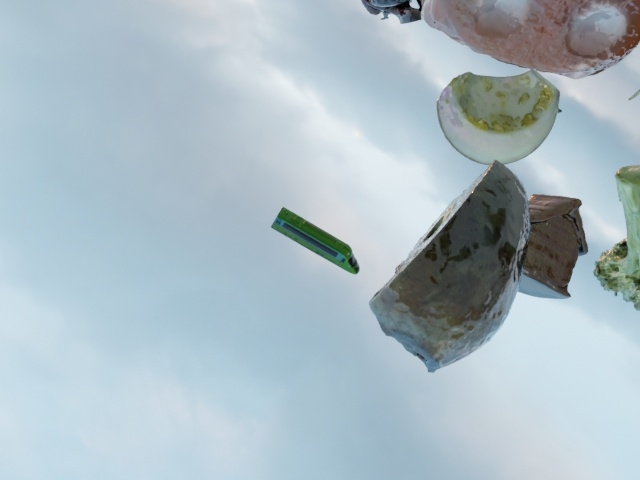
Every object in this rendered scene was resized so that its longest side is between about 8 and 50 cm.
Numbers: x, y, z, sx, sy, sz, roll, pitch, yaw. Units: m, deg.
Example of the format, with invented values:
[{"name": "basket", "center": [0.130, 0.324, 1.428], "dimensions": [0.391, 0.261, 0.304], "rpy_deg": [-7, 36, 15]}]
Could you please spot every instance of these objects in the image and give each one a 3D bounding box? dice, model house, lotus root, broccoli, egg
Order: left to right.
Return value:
[{"name": "lotus root", "center": [0.221, 0.031, 0.893], "dimensions": [0.210, 0.142, 0.314], "rpy_deg": [39, -124, -14]}, {"name": "egg", "center": [0.397, -0.291, 1.450], "dimensions": [0.271, 0.206, 0.162], "rpy_deg": [0, -156, 6]}, {"name": "model house", "center": [0.478, -0.003, 1.451], "dimensions": [0.220, 0.229, 0.199], "rpy_deg": [31, 170, -26]}, {"name": "dice", "center": [0.185, -0.250, 0.520], "dimensions": [0.179, 0.174, 0.175], "rpy_deg": [9, -140, -4]}, {"name": "broccoli", "center": [0.811, 0.013, 1.559], "dimensions": [0.397, 0.353, 0.275], "rpy_deg": [47, -125, 5]}]

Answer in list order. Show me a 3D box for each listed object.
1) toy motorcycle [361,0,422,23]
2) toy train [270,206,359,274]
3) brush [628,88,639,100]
[{"name": "toy motorcycle", "center": [0.152, -0.405, 1.033], "dimensions": [0.213, 0.082, 0.122], "rpy_deg": [-17, -149, -31]}, {"name": "toy train", "center": [0.000, 0.000, 1.309], "dimensions": [0.209, 0.042, 0.044], "rpy_deg": [30, -143, -4]}, {"name": "brush", "center": [0.597, -0.298, 1.091], "dimensions": [0.083, 0.205, 0.011], "rpy_deg": [-34, -102, -14]}]
